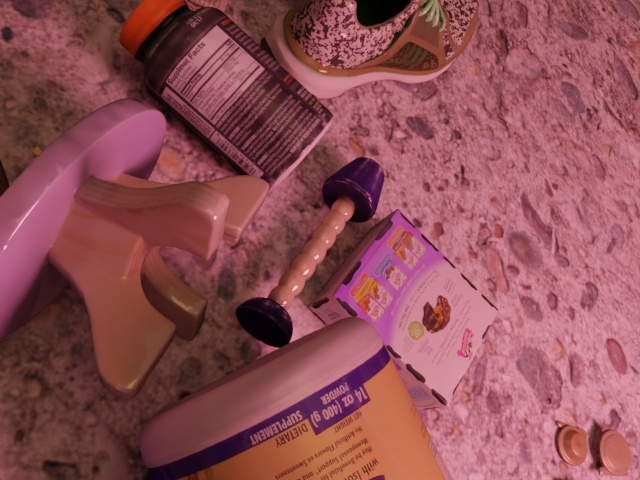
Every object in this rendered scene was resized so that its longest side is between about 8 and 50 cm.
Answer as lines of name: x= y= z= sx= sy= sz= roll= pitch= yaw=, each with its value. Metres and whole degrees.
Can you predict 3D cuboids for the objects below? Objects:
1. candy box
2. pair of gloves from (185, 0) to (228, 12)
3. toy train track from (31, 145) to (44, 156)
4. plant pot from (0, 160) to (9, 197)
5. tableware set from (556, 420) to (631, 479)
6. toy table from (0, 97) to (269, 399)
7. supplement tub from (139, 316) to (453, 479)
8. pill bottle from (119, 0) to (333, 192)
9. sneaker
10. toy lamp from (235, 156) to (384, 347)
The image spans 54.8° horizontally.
candy box: x=0.111 y=0.088 z=0.785 sx=0.196 sy=0.070 sz=0.165 roll=45 pitch=56 yaw=-6
pair of gloves: x=-0.193 y=-0.433 z=0.835 sx=0.240 sy=0.042 sz=0.204 roll=33 pitch=58 yaw=-16
toy train track: x=-0.292 y=-0.068 z=0.653 sx=0.048 sy=0.014 sz=0.083 roll=36 pitch=63 yaw=-21
plant pot: x=-0.357 y=-0.053 z=0.452 sx=0.257 sy=0.274 sz=0.256 roll=10 pitch=67 yaw=-25
tableware set: x=0.387 y=0.338 z=0.874 sx=0.141 sy=0.020 sz=0.168 roll=23 pitch=63 yaw=-18
toy table: x=-0.175 y=0.005 z=0.572 sx=0.161 sy=0.252 sz=0.274 roll=28 pitch=67 yaw=2
supplement tub: x=0.010 y=0.262 z=0.556 sx=0.241 sy=0.241 sz=0.331 roll=-23 pitch=83 yaw=-34
pill bottle: x=-0.114 y=-0.180 z=0.727 sx=0.246 sy=0.130 sz=0.130 roll=42 pitch=56 yaw=-9
sneaker: x=0.122 y=-0.322 z=0.884 sx=0.410 sy=0.182 sz=0.158 roll=-28 pitch=86 yaw=-35
toy lamp: x=0.000 y=0.000 z=0.752 sx=0.080 sy=0.080 sz=0.274 roll=41 pitch=56 yaw=-10
